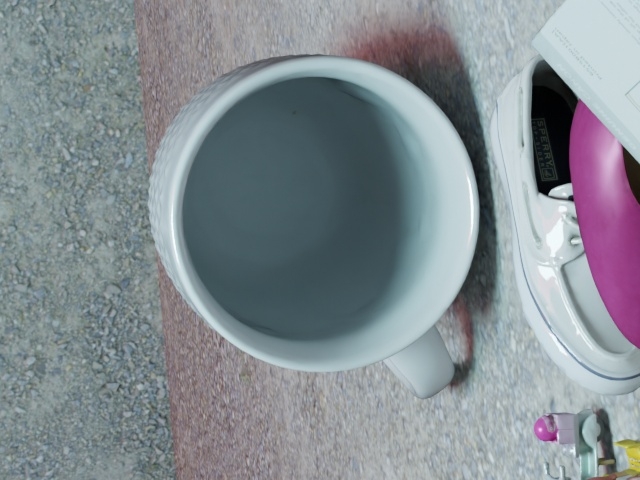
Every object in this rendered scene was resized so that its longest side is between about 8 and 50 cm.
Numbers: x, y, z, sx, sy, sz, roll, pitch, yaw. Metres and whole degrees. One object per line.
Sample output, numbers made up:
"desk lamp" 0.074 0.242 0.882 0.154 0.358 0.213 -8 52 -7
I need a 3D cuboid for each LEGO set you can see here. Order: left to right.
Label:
"LEGO set" 0.219 0.180 1.172 0.287 0.107 0.132 146 112 -72

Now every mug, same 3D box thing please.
"mug" 0.000 0.000 1.570 0.374 0.276 0.328 51 174 -13

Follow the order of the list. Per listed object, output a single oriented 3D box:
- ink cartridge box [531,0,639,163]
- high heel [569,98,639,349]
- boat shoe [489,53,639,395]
"ink cartridge box" 0.243 -0.056 0.846 0.275 0.060 0.239 48 170 4
"high heel" 0.230 -0.086 0.936 0.181 0.127 0.377 -118 26 -67
"boat shoe" 0.183 -0.016 1.195 0.084 0.095 0.258 106 148 -63
